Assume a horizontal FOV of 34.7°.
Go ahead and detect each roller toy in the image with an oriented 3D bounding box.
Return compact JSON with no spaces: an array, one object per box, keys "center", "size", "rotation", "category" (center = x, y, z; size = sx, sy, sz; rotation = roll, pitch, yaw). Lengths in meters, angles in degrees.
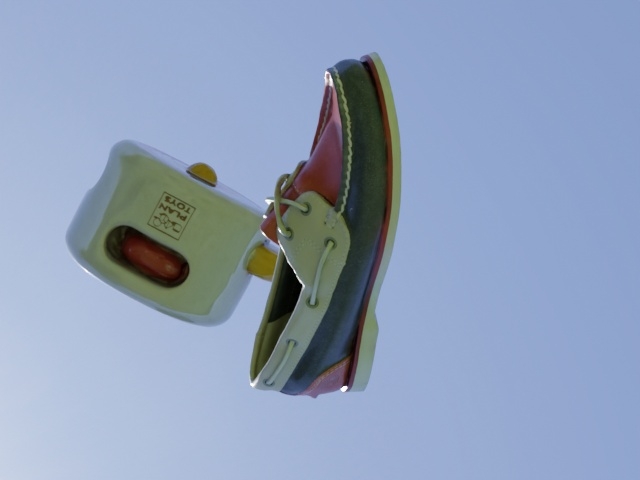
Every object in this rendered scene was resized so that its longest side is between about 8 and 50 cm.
[{"center":[-0.149,-0.013,1.054],"size":[0.191,0.209,0.146],"rotation":[24,-84,-47],"category":"roller toy"}]

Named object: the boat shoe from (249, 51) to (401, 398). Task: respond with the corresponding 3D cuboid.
[{"center":[0.000,0.000,0.355],"size":[0.043,0.137,0.049],"rotation":[0,-145,-9],"category":"boat shoe"}]
